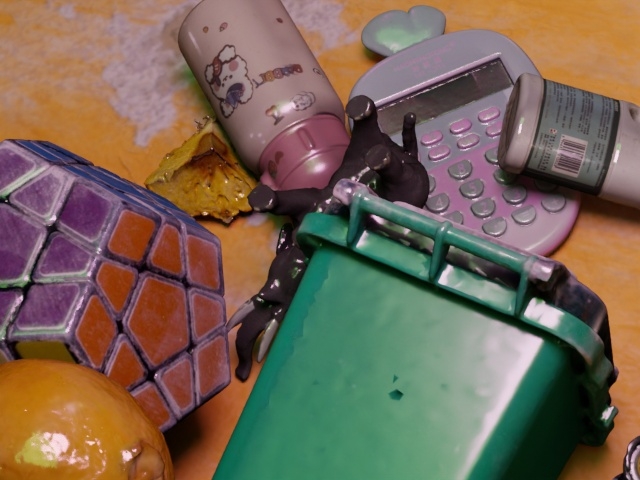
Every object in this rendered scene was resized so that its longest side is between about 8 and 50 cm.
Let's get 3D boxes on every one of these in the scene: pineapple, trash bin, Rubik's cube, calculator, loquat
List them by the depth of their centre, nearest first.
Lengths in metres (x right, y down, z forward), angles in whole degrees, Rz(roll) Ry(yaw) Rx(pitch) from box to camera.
[{"bbox_3d":[-0.202,0.179,1.191,0.234,0.176,0.187,-23,79,37],"label":"loquat"},{"bbox_3d":[0.048,0.176,1.270,0.259,0.295,0.381,21,72,21],"label":"trash bin"},{"bbox_3d":[-0.227,0.069,1.379,0.319,0.319,0.264,28,94,23],"label":"Rubik's cube"},{"bbox_3d":[0.128,-0.099,1.549,0.185,0.041,0.299,-24,61,-5],"label":"calculator"},{"bbox_3d":[-0.105,-0.080,1.561,0.114,0.077,0.114,0,47,4],"label":"pineapple"}]

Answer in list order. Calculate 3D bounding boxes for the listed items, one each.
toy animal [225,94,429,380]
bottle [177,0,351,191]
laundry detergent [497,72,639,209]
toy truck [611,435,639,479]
[{"bbox_3d":[-0.005,-0.001,1.418,0.082,0.137,0.269,40,89,30],"label":"toy animal"},{"bbox_3d":[-0.039,-0.121,1.547,0.110,0.110,0.233,-26,64,-6],"label":"bottle"},{"bbox_3d":[0.272,-0.076,1.475,0.226,0.070,0.099,15,50,-3],"label":"laundry detergent"},{"bbox_3d":[0.355,0.179,1.307,0.272,0.124,0.157,-34,71,-14],"label":"toy truck"}]
